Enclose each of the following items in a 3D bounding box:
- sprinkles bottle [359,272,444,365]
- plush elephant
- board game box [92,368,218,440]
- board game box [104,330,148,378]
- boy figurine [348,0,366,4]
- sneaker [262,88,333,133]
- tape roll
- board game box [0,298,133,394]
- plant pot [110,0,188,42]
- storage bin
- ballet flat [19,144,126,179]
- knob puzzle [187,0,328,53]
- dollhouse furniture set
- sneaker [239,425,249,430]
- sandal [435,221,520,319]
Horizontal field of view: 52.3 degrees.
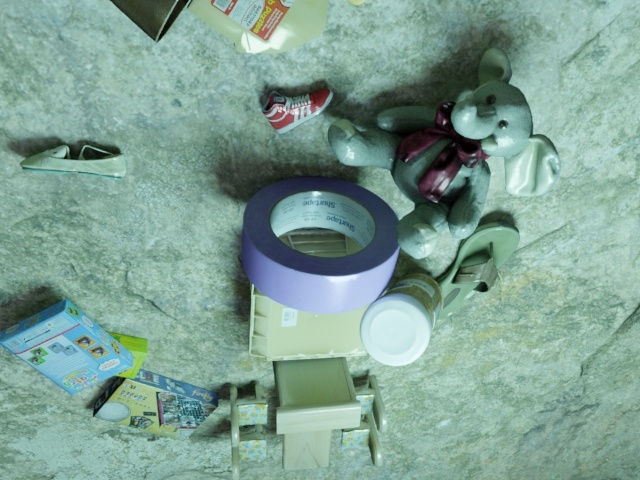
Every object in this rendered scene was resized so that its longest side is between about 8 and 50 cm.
[{"bbox_3d":[0.167,0.142,1.265,0.121,0.355,0.121,1,94,15],"label":"sprinkles bottle"},{"bbox_3d":[0.236,-0.160,1.072,0.330,0.271,0.255,-12,154,-40],"label":"plush elephant"},{"bbox_3d":[-0.392,0.394,1.561,0.243,0.042,0.165,27,121,-30],"label":"board game box"},{"bbox_3d":[-0.477,0.241,1.409,0.181,0.043,0.092,17,125,-24],"label":"board game box"},{"bbox_3d":[0.064,-0.467,0.874,0.177,0.092,0.285,-26,141,-26],"label":"boy figurine"},{"bbox_3d":[-0.042,-0.231,1.090,0.118,0.042,0.067,-30,133,17],"label":"sneaker"},{"bbox_3d":[0.000,0.000,1.144,0.275,0.274,0.090,-1,130,-11],"label":"tape roll"},{"bbox_3d":[-0.512,0.223,1.329,0.160,0.039,0.211,-26,130,10],"label":"board game box"},{"bbox_3d":[-0.245,-0.406,0.809,0.230,0.215,0.215,33,118,-17],"label":"plant pot"},{"bbox_3d":[-0.017,0.116,1.345,0.261,0.123,0.262,-1,131,-10],"label":"storage bin"},{"bbox_3d":[-0.414,-0.137,1.098,0.168,0.057,0.052,4,102,-20],"label":"ballet flat"},{"bbox_3d":[-0.073,-0.366,0.969,0.213,0.030,0.213,-11,126,-15],"label":"knob puzzle"},{"bbox_3d":[-0.025,0.421,1.489,0.362,0.256,0.394,-3,124,-8],"label":"dollhouse furniture set"},{"bbox_3d":[-0.197,0.452,1.665,0.037,0.032,0.083,-18,137,-17],"label":"sneaker"},{"bbox_3d":[0.334,0.082,1.410,0.120,0.086,0.302,14,126,-22],"label":"sandal"}]
